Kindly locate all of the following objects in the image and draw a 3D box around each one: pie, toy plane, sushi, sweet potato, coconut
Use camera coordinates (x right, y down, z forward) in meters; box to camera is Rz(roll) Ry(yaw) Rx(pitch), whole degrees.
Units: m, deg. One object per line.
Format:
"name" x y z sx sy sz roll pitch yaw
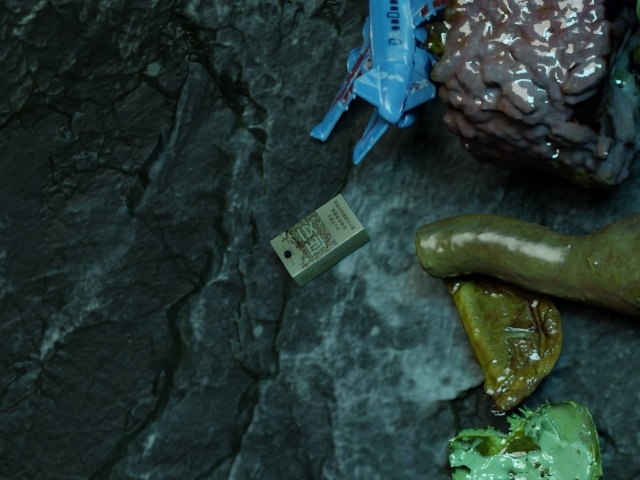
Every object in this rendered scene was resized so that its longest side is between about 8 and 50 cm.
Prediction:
"pie" 0.163 0.075 1.370 0.088 0.033 0.191 -19 43 3
"toy plane" 0.082 -0.202 1.537 0.254 0.105 0.271 -40 26 42
"sushi" 0.228 -0.184 1.394 0.171 0.236 0.270 12 80 35
"sweet potato" 0.265 0.016 1.324 0.385 0.109 0.109 -2 58 32
"coconut" 0.162 0.198 1.279 0.133 0.055 0.158 24 69 44

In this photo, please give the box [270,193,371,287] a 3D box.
"box" 0.000 0.000 1.508 0.083 0.024 0.053 -34 51 -1
